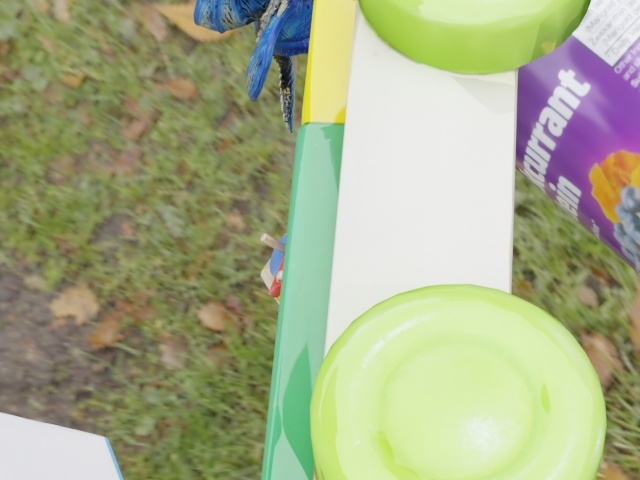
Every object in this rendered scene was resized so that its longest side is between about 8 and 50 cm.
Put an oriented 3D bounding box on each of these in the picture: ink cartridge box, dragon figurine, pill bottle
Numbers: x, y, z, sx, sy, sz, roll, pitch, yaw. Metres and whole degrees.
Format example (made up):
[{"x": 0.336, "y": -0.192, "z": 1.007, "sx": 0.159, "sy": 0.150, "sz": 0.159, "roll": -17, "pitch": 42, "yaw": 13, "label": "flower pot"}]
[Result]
[{"x": -0.178, "y": 0.181, "z": 0.979, "sx": 0.143, "sy": 0.090, "sz": 0.092, "roll": -54, "pitch": 41, "yaw": 24, "label": "ink cartridge box"}, {"x": -0.035, "y": -0.159, "z": 1.271, "sx": 0.144, "sy": 0.289, "sz": 0.085, "roll": -30, "pitch": 78, "yaw": -30, "label": "dragon figurine"}, {"x": 0.109, "y": -0.070, "z": 0.685, "sx": 0.193, "sy": 0.108, "sz": 0.108, "roll": 43, "pitch": 94, "yaw": 22, "label": "pill bottle"}]

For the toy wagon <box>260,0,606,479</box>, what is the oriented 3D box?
[{"x": 0.031, "y": 0.015, "z": 0.491, "sx": 0.068, "sy": 0.267, "sz": 0.344, "roll": 3, "pitch": 59, "yaw": 3, "label": "toy wagon"}]

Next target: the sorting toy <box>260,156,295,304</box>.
[{"x": 0.000, "y": 0.000, "z": 1.415, "sx": 0.132, "sy": 0.046, "sz": 0.274, "roll": -54, "pitch": 28, "yaw": 9, "label": "sorting toy"}]
